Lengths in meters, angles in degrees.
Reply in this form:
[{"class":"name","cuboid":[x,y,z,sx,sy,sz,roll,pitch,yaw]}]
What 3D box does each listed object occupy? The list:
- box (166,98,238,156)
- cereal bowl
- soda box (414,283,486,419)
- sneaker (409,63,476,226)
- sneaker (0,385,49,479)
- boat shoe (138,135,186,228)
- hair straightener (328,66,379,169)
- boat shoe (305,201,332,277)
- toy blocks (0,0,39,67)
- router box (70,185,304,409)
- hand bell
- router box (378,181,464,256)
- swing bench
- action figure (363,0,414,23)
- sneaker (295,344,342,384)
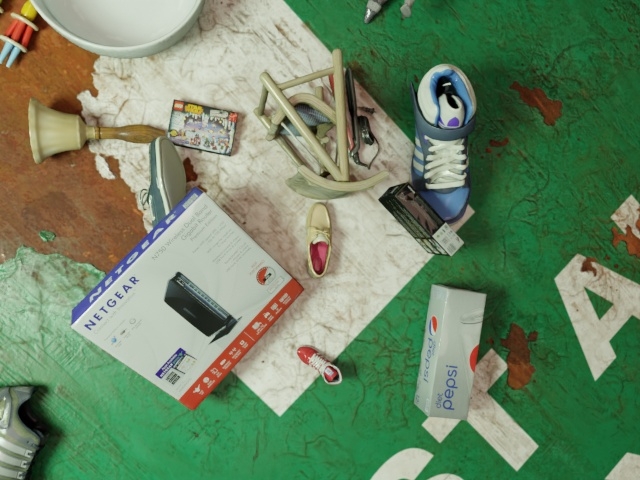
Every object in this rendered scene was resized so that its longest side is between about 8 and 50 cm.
[{"class":"box","cuboid":[-0.251,-0.238,1.062,0.136,0.027,0.094,10,88,-9]},{"class":"cereal bowl","cuboid":[-0.387,-0.515,0.978,0.338,0.141,0.339,0,90,-9]},{"class":"soda box","cuboid":[0.292,0.248,1.129,0.098,0.091,0.287,9,89,-10]},{"class":"sneaker","cuboid":[0.252,-0.195,1.031,0.130,0.236,0.323,-2,87,9]},{"class":"sneaker","cuboid":[-0.595,0.425,0.974,0.121,0.111,0.300,-11,95,-13]},{"class":"boat shoe","cuboid":[-0.317,-0.082,1.020,0.079,0.095,0.255,-4,106,21]},{"class":"hair straightener","cuboid":[0.088,-0.272,1.109,0.089,0.047,0.231,-17,94,-9]},{"class":"boat shoe","cuboid":[0.000,0.000,1.092,0.062,0.059,0.170,-1,91,-10]},{"class":"toy blocks","cuboid":[-0.626,-0.430,0.982,0.123,0.054,0.148,27,87,-10]},{"class":"router box","cuboid":[-0.250,0.118,0.987,0.335,0.082,0.301,-47,118,-7]},{"class":"hand bell","cuboid":[-0.439,-0.215,1.005,0.241,0.126,0.126,-2,91,-21]},{"class":"router box","cuboid":[0.215,-0.044,1.091,0.046,0.133,0.179,-45,98,-6]},{"class":"swing bench","cuboid":[-0.009,-0.196,0.990,0.165,0.253,0.255,-21,94,-9]},{"class":"action figure","cuboid":[0.148,-0.666,1.090,0.341,0.178,0.330,29,78,18]},{"class":"sneaker","cuboid":[-0.001,0.272,1.091,0.118,0.067,0.042,35,85,-8]}]
